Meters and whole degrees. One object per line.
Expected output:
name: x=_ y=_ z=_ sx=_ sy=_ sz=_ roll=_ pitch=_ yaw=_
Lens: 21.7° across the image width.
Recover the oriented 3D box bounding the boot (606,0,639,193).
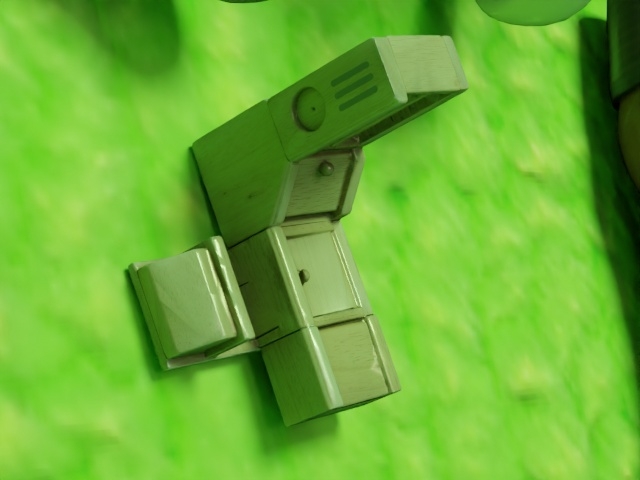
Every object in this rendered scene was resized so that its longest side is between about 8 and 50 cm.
boot: x=0.223 y=0.047 z=0.649 sx=0.264 sy=0.096 sz=0.280 roll=14 pitch=64 yaw=-45

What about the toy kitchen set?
toy kitchen set: x=0.000 y=0.000 z=0.434 sx=0.068 sy=0.075 sz=0.083 roll=-9 pitch=77 yaw=-48

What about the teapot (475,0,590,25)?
teapot: x=0.082 y=-0.234 z=0.555 sx=0.256 sy=0.187 sz=0.252 roll=-38 pitch=77 yaw=-28

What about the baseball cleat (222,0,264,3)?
baseball cleat: x=-0.088 y=-0.125 z=0.410 sx=0.206 sy=0.072 sz=0.109 roll=52 pitch=59 yaw=-16
